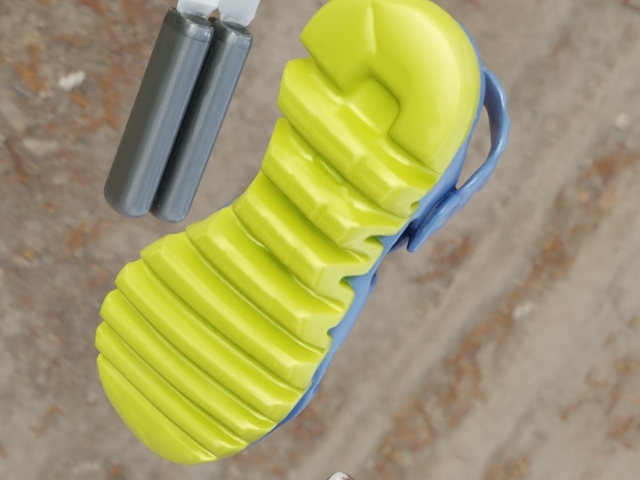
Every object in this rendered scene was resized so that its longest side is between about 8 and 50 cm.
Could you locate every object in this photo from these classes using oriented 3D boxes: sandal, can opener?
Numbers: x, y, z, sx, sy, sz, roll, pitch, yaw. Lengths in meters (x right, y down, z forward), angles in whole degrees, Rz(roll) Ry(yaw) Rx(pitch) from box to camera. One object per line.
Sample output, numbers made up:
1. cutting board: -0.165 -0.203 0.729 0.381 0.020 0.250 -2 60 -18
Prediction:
1. sandal: 0.000 0.000 0.986 0.317 0.126 0.138 -48 165 28
2. can opener: -0.094 -0.150 1.383 0.074 0.093 0.280 8 106 -40

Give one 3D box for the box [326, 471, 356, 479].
1. box: -0.010 0.236 0.904 0.191 0.143 0.381 -46 171 -10
